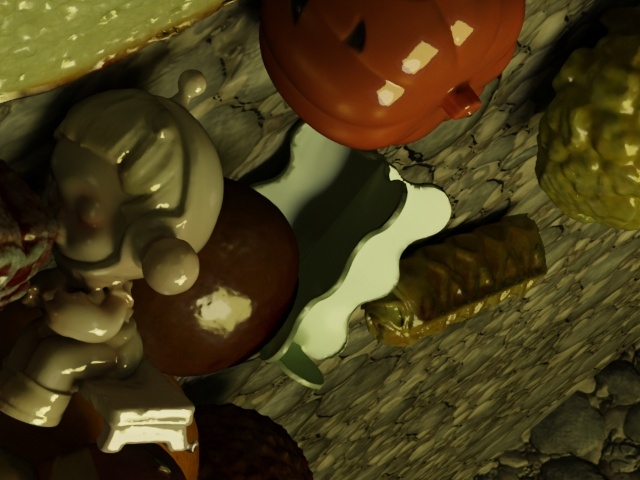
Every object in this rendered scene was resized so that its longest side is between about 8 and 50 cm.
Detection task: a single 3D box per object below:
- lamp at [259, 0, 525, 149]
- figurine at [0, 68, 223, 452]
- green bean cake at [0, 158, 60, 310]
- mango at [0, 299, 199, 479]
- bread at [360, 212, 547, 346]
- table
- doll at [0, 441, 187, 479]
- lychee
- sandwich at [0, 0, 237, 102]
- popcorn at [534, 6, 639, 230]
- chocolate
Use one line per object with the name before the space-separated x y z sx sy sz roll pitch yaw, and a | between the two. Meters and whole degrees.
lamp | 0.055 -0.147 1.211 0.187 0.164 0.188 -36 163 -13
figurine | -0.133 0.007 1.194 0.182 0.144 0.257 -124 -133 -72
green bean cake | -0.308 0.051 1.124 0.233 0.097 0.198 -48 159 28
mango | -0.213 0.145 1.417 0.201 0.199 0.350 -65 154 -16
bread | 0.149 0.046 1.961 0.269 0.087 0.098 -21 156 -42
table | 0.000 0.000 1.495 0.198 0.166 0.166 -51 158 16
doll | -0.219 0.214 1.233 0.255 0.152 0.196 5 116 -6
lychee | -0.122 0.292 1.833 0.260 0.260 0.260 -33 161 -13
sandwich | -0.106 -0.205 0.886 0.271 0.099 0.301 -26 162 -19
popcorn | 0.320 -0.112 1.747 0.225 0.173 0.286 -54 162 10
chocolate | -0.105 0.020 1.362 0.176 0.177 0.177 -33 161 -13
